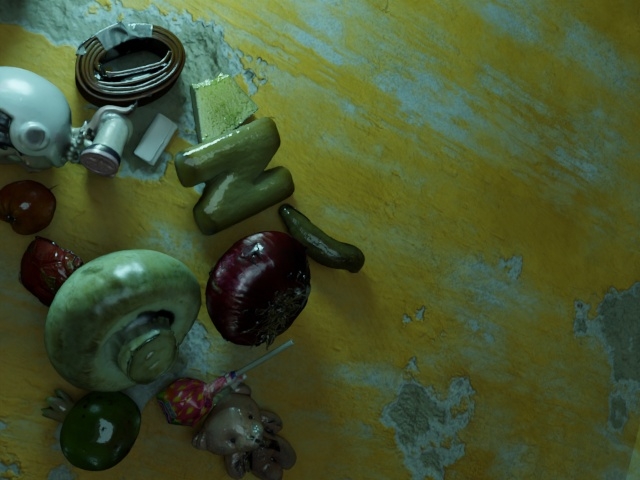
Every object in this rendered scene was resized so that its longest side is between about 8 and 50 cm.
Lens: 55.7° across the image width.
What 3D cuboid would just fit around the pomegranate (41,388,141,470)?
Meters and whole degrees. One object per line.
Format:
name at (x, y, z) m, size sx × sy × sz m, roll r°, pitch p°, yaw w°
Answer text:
pomegranate at (-0.528, 0.418, 1.385) m, size 0.225 × 0.187 × 0.186 m, roll 23°, pitch 79°, yaw 6°

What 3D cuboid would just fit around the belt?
belt at (-0.455, -0.419, 1.449) m, size 0.262 × 0.105 × 0.183 m, roll -21°, pitch 96°, yaw -23°

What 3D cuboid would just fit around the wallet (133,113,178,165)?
wallet at (-0.411, -0.252, 1.511) m, size 0.061 × 0.025 × 0.122 m, roll 34°, pitch 76°, yaw -27°

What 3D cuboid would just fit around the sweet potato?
sweet potato at (-0.004, 0.004, 1.673) m, size 0.286 × 0.085 × 0.112 m, roll 33°, pitch 42°, yaw -10°

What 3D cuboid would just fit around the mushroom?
mushroom at (-0.426, 0.178, 1.340) m, size 0.352 × 0.260 × 0.352 m, roll -31°, pitch 141°, yaw -29°

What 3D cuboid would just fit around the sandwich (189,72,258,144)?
sandwich at (-0.281, -0.337, 1.556) m, size 0.193 × 0.058 × 0.162 m, roll -47°, pitch 105°, yaw -15°

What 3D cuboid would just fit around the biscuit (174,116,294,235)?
biscuit at (-0.211, -0.164, 1.554) m, size 0.291 × 0.062 × 0.236 m, roll -27°, pitch 118°, yaw -24°

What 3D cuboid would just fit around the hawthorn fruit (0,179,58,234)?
hawthorn fruit at (-0.653, -0.084, 1.347) m, size 0.125 × 0.125 × 0.140 m, roll 28°, pitch 81°, yaw -22°

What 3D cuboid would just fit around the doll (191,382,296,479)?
doll at (-0.164, 0.522, 1.552) m, size 0.303 × 0.156 × 0.201 m, roll 46°, pitch 66°, yaw -22°

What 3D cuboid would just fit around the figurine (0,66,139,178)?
figurine at (-0.596, -0.247, 1.314) m, size 0.362 × 0.253 × 0.210 m, roll 10°, pitch 77°, yaw -20°

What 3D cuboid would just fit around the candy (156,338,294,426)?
candy at (-0.225, 0.335, 1.479) m, size 0.366 × 0.124 × 0.124 m, roll -31°, pitch 103°, yaw 4°

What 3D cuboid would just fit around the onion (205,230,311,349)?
onion at (-0.157, 0.108, 1.511) m, size 0.314 × 0.232 × 0.313 m, roll -35°, pitch 145°, yaw -30°

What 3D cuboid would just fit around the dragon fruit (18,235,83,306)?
dragon fruit at (-0.610, 0.070, 1.351) m, size 0.121 × 0.161 × 0.127 m, roll 31°, pitch 66°, yaw -23°
